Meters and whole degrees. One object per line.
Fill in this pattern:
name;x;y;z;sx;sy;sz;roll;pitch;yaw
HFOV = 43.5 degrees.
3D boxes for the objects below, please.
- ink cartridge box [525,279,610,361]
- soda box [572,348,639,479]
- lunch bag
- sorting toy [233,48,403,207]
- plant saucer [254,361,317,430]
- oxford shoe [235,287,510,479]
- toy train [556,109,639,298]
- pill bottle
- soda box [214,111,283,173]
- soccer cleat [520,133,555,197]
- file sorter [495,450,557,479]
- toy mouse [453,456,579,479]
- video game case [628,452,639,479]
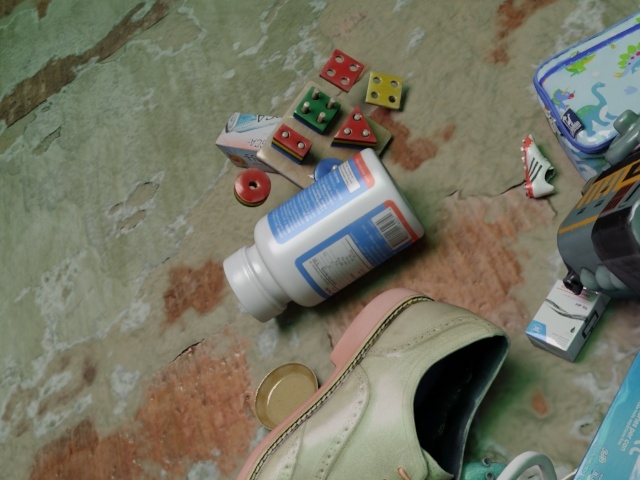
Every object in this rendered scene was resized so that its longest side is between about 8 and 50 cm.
ink cartridge box;0.246;0.072;0.792;0.048;0.028;0.083;24;72;42
soda box;0.274;0.155;0.671;0.067;0.071;0.210;28;75;23
lunch bag;0.351;-0.168;0.862;0.219;0.090;0.176;-25;43;14
sorting toy;0.013;-0.135;1.033;0.132;0.046;0.275;34;72;1
plant saucer;-0.037;0.179;0.910;0.083;0.015;0.083;-17;50;22
oxford shoe;0.034;0.217;0.730;0.146;0.140;0.397;9;63;51
toy train;0.291;-0.035;0.654;0.142;0.334;0.190;41;88;4
pill bottle;0.000;0.000;0.943;0.221;0.124;0.124;-32;46;8
soda box;-0.060;-0.134;1.130;0.183;0.058;0.063;14;66;39
soccer cleat;0.248;-0.085;0.911;0.035;0.029;0.083;-7;57;19
file sorter;0.171;0.240;0.321;0.277;0.173;0.193;15;46;44
toy mouse;0.138;0.253;0.727;0.143;0.031;0.161;11;65;39
video game case;0.297;0.197;0.436;0.269;0.061;0.244;24;94;44
